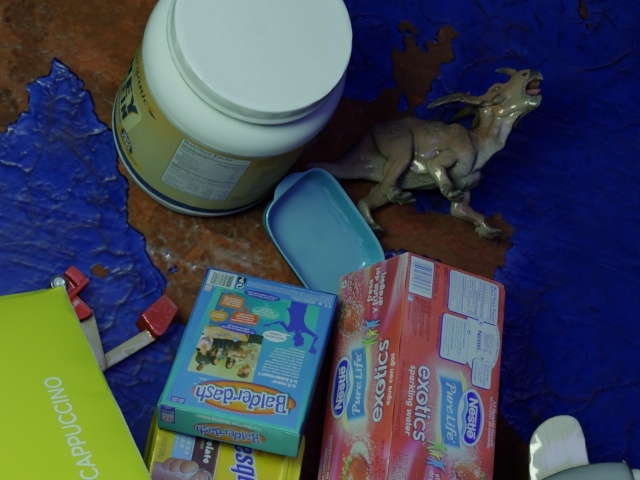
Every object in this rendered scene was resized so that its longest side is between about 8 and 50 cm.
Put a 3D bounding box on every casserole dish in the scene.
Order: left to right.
[{"bbox_3d":[0.000,0.000,1.771,0.114,0.037,0.188,-44,111,-22],"label":"casserole dish"}]

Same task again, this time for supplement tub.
[{"bbox_3d":[-0.102,-0.176,1.669,0.228,0.316,0.228,5,71,-16],"label":"supplement tub"}]

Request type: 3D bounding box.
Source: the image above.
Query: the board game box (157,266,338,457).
[{"bbox_3d":[-0.079,0.134,1.664,0.160,0.047,0.210,12,47,5],"label":"board game box"}]

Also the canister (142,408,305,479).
[{"bbox_3d":[-0.114,0.260,1.658,0.170,0.073,0.126,14,68,-11],"label":"canister"}]

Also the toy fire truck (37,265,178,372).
[{"bbox_3d":[-0.270,0.105,1.672,0.135,0.047,0.192,44,66,-1],"label":"toy fire truck"}]

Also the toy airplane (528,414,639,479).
[{"bbox_3d":[0.306,0.439,1.624,0.386,0.272,0.384,43,66,-1],"label":"toy airplane"}]

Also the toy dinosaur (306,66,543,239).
[{"bbox_3d":[0.129,-0.115,1.838,0.296,0.127,0.200,-2,62,-1],"label":"toy dinosaur"}]

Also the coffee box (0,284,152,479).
[{"bbox_3d":[-0.350,0.286,1.362,0.338,0.334,0.337,-10,35,-20],"label":"coffee box"}]

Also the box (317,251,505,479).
[{"bbox_3d":[0.106,0.184,1.697,0.154,0.142,0.299,17,68,-30],"label":"box"}]
